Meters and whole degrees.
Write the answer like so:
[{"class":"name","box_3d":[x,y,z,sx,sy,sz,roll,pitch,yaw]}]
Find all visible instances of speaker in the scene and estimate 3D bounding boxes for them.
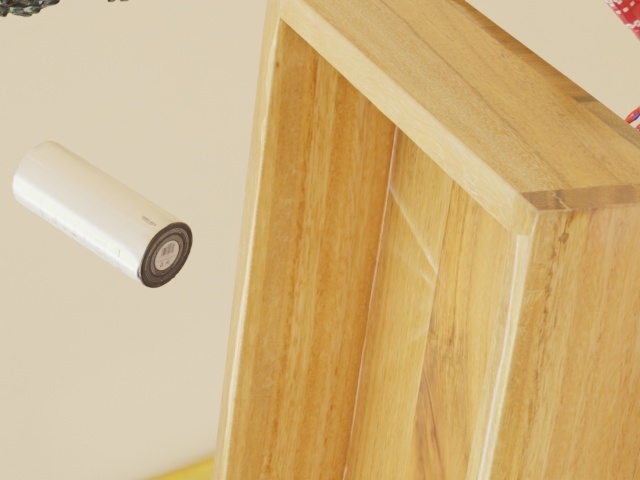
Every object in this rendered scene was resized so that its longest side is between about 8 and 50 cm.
[{"class":"speaker","box_3d":[-0.159,-0.020,1.404,0.055,0.136,0.055,-37,-36,-34]}]

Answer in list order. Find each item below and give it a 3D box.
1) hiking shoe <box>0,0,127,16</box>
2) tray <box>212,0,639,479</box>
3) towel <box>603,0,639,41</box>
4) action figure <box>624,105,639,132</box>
[{"class":"hiking shoe","box_3d":[-0.254,-0.281,1.741,0.304,0.132,0.113,1,-23,26]},{"class":"tray","box_3d":[0.029,0.126,0.741,0.076,0.203,0.411,-4,-61,-25]},{"class":"towel","box_3d":[0.182,-0.255,1.121,0.275,0.031,0.199,38,-96,-44]},{"class":"action figure","box_3d":[0.239,-0.073,1.469,0.115,0.038,0.030,-52,-13,23]}]
